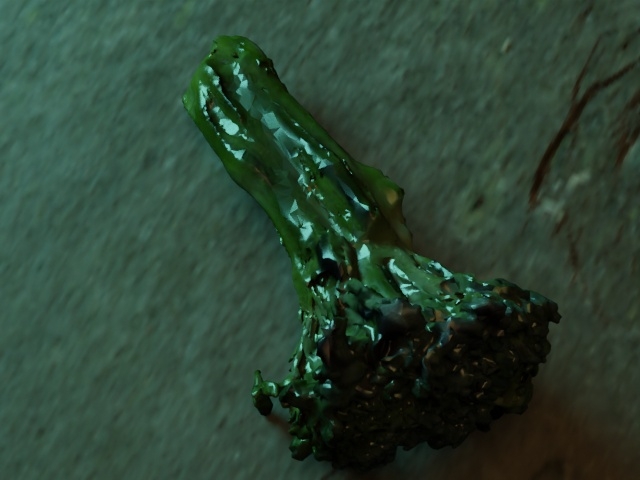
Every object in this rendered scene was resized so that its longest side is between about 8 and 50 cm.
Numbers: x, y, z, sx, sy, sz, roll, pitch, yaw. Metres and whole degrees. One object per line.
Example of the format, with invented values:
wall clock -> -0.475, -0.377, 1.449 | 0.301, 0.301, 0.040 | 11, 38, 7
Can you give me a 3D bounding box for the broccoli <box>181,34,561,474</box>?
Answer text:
broccoli -> 0.004, -0.005, 1.023 | 0.165, 0.145, 0.304 | -25, 59, -16
